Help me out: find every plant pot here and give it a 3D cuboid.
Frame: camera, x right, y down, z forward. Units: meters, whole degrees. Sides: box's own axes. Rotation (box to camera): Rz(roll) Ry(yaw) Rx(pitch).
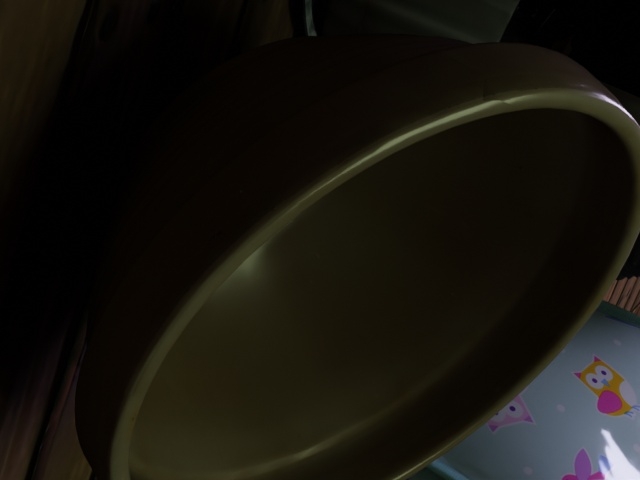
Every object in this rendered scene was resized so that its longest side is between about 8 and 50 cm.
[{"bbox_3d":[0.000,0.000,0.689,0.237,0.110,0.237,-26,149,-17],"label":"plant pot"}]

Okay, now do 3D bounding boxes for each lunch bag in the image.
[{"bbox_3d":[0.107,0.132,1.013,0.223,0.262,0.160,-41,153,-53],"label":"lunch bag"}]

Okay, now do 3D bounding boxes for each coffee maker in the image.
[{"bbox_3d":[0.105,-0.119,0.765,0.171,0.178,0.120,-67,164,13],"label":"coffee maker"}]

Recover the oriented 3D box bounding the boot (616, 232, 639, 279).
[{"bbox_3d":[0.361,-0.185,1.251,0.445,0.146,0.367,-47,-168,-18],"label":"boot"}]
